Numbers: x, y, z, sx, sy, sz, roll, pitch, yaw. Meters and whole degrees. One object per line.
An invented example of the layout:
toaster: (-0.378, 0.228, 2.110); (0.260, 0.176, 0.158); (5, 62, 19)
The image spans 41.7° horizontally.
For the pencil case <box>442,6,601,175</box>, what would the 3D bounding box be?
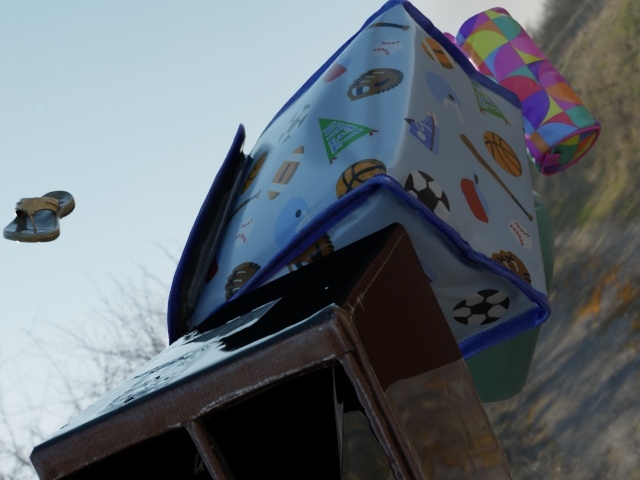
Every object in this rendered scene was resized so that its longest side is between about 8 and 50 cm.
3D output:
pencil case: (0.260, -0.197, 1.096); (0.104, 0.236, 0.104); (-27, -25, -14)

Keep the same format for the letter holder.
letter holder: (0.014, 0.131, 0.485); (0.152, 0.214, 0.302); (-26, 3, 12)

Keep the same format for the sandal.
sandal: (-0.373, -0.040, 1.115); (0.180, 0.072, 0.049); (-89, -1, -67)

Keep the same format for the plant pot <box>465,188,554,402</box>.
plant pot: (0.162, 0.028, 1.075); (0.293, 0.293, 0.235); (-41, -31, -67)

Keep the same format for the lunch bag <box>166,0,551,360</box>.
lunch bag: (0.000, 0.000, 0.837); (0.385, 0.239, 0.328); (-39, 24, 35)
